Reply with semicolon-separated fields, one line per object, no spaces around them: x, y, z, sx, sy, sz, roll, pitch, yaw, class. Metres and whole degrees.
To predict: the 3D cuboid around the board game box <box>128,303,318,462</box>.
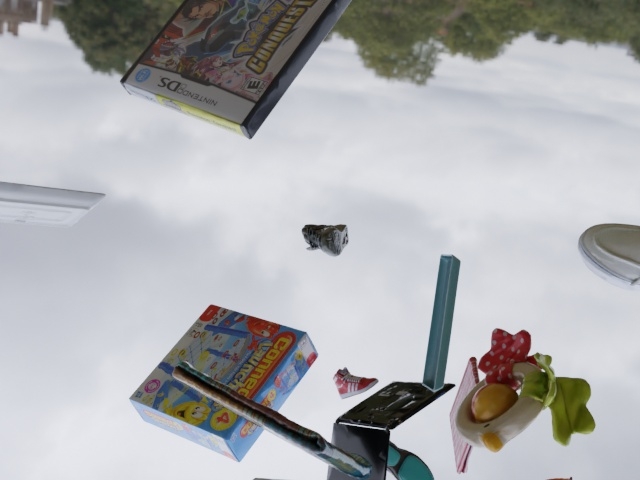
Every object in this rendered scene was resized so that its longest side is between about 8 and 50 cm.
-0.214;0.304;1.869;0.302;0.086;0.308;11;-131;37;board game box

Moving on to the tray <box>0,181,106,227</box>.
-0.564;-0.063;1.612;0.270;0.030;0.145;5;156;-42;tray

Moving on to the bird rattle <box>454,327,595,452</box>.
0.294;0.235;1.324;0.207;0.143;0.253;-39;-159;-9;bird rattle

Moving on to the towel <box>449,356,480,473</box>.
0.377;0.440;2.145;0.031;0.198;0.275;14;-159;-1;towel

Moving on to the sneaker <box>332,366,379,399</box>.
0.075;0.314;1.901;0.118;0.067;0.042;-29;177;39;sneaker

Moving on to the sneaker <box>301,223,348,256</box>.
0.000;0.000;2.411;0.130;0.087;0.227;-5;-171;12;sneaker

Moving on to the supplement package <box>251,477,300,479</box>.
-0.033;0.530;1.448;0.293;0.177;0.175;-8;-170;35;supplement package

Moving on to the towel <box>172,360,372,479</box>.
-0.063;0.298;1.358;0.272;0.040;0.370;23;165;21;towel

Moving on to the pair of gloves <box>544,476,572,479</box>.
0.430;0.468;1.574;0.074;0.010;0.083;-23;-174;34;pair of gloves

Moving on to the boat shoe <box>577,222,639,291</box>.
0.618;0.025;1.435;0.367;0.156;0.135;24;-116;32;boat shoe

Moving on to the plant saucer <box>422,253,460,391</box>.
0.172;0.115;1.189;0.018;0.191;0.067;8;179;-7;plant saucer

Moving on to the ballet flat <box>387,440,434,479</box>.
0.162;0.474;1.814;0.203;0.074;0.074;38;-172;-19;ballet flat

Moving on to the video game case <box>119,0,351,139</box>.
-0.122;-0.291;1.211;0.248;0.274;0.035;23;161;32;video game case

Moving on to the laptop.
0.134;0.401;1.673;0.264;0.136;0.234;-28;-174;-27;laptop
